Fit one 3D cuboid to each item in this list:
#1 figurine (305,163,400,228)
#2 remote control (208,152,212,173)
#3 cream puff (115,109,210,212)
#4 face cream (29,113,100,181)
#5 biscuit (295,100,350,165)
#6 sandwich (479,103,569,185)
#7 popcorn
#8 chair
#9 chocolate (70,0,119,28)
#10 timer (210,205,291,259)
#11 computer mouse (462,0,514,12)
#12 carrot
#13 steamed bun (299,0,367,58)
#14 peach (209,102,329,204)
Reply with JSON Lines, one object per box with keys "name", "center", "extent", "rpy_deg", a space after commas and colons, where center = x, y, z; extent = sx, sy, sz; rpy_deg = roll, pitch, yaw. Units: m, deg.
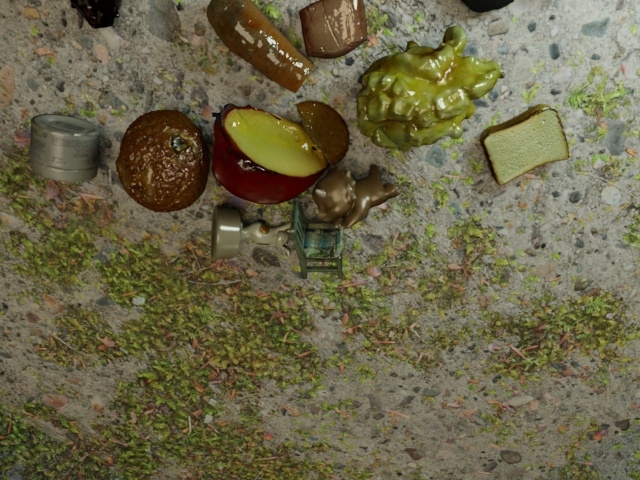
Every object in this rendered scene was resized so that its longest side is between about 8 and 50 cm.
{"name": "figurine", "center": [0.084, -0.151, 1.248], "extent": [0.247, 0.177, 0.173], "rpy_deg": [-32, 103, 4]}
{"name": "remote control", "center": [-0.374, -0.261, 1.318], "extent": [0.074, 0.032, 0.122], "rpy_deg": [-20, 113, 13]}
{"name": "cream puff", "center": [-0.462, -0.217, 1.205], "extent": [0.303, 0.212, 0.302], "rpy_deg": [18, 117, 40]}
{"name": "face cream", "center": [-0.754, -0.276, 1.252], "extent": [0.178, 0.177, 0.152], "rpy_deg": [17, 116, -5]}
{"name": "biscuit", "center": [0.019, -0.321, 1.225], "extent": [0.126, 0.025, 0.206], "rpy_deg": [-29, 88, -25]}
{"name": "sandwich", "center": [0.593, -0.277, 1.236], "extent": [0.215, 0.065, 0.186], "rpy_deg": [-26, 112, 16]}
{"name": "popcorn", "center": [0.259, -0.364, 1.094], "extent": [0.336, 0.279, 0.274], "rpy_deg": [-7, 71, -4]}
{"name": "chair", "center": [0.000, 0.000, 1.313], "extent": [0.147, 0.136, 0.270], "rpy_deg": [0, 144, 5]}
{"name": "chocolate", "center": [-0.598, -0.628, 1.112], "extent": [0.156, 0.156, 0.133], "rpy_deg": [7, 144, 0]}
{"name": "timer", "center": [-0.217, -0.019, 1.387], "extent": [0.266, 0.175, 0.175], "rpy_deg": [3, 118, -19]}
{"name": "computer mouse", "center": [0.393, -0.708, 1.019], "extent": [0.168, 0.087, 0.295], "rpy_deg": [-23, 111, 17]}
{"name": "carrot", "center": [-0.160, -0.525, 1.121], "extent": [0.302, 0.138, 0.138], "rpy_deg": [35, 113, -14]}
{"name": "steamed bun", "center": [0.036, -0.559, 1.109], "extent": [0.175, 0.106, 0.144], "rpy_deg": [-6, 117, 18]}
{"name": "peach", "center": [-0.156, -0.226, 1.227], "extent": [0.362, 0.257, 0.201], "rpy_deg": [6, 147, -28]}
